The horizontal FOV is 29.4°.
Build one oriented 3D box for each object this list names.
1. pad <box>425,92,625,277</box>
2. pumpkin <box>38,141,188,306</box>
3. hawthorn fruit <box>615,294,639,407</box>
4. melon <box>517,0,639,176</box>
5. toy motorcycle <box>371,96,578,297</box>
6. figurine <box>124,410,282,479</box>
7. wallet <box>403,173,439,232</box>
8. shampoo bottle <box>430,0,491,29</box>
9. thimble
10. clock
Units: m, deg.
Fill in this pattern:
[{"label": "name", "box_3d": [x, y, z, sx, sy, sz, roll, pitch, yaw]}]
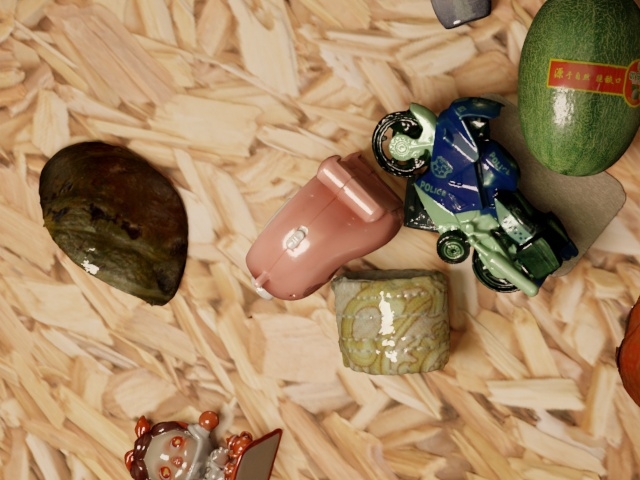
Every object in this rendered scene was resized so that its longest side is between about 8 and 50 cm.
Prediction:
[{"label": "pad", "box_3d": [0.300, -0.081, 1.805, 0.266, 0.002, 0.176, 38, 105, 8]}, {"label": "pumpkin", "box_3d": [-0.328, -0.048, 1.895, 0.312, 0.169, 0.148, 39, 108, 7]}, {"label": "hawthorn fruit", "box_3d": [0.570, 0.163, 1.648, 0.307, 0.276, 0.276, 30, 106, -20]}, {"label": "melon", "box_3d": [0.363, -0.231, 1.675, 0.182, 0.182, 0.288, 4, 100, 15]}, {"label": "toy motorcycle", "box_3d": [0.227, -0.074, 1.721, 0.196, 0.125, 0.331, -39, 94, 27]}, {"label": "figurine", "box_3d": [-0.208, 0.352, 1.937, 0.226, 0.160, 0.183, 20, 101, 20]}, {"label": "wallet", "box_3d": [0.189, -0.051, 1.823, 0.129, 0.026, 0.088, 11, 104, 15]}, {"label": "shampoo bottle", "box_3d": [0.180, -0.428, 1.767, 0.087, 0.049, 0.234, -16, 93, 15]}, {"label": "thimble", "box_3d": [0.101, 0.119, 1.818, 0.190, 0.137, 0.143, -1, 97, 27]}, {"label": "clock", "box_3d": [0.000, 0.000, 1.781, 0.241, 0.227, 0.142, -44, 86, 11]}]
